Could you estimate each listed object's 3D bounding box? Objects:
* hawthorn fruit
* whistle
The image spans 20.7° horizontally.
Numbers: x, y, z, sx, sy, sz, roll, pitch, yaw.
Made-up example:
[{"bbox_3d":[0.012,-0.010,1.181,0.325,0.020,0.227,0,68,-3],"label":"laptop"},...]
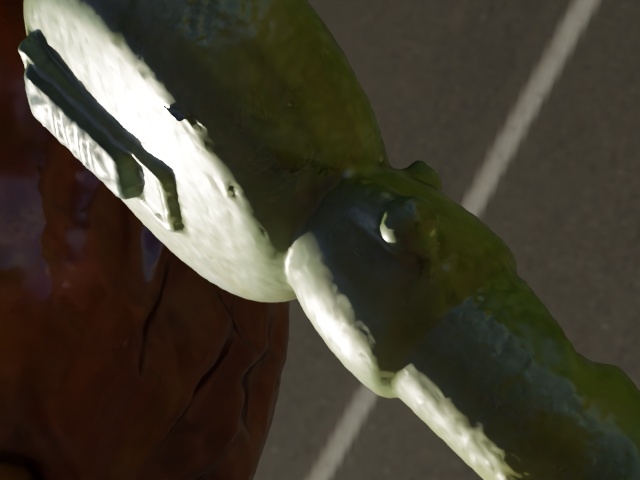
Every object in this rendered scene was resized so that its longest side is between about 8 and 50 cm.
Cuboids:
[{"bbox_3d":[-0.223,0.070,1.184,0.472,0.472,0.471,-167,90,-71],"label":"hawthorn fruit"},{"bbox_3d":[0.000,0.000,0.402,0.198,0.057,0.104,46,160,23],"label":"whistle"}]
